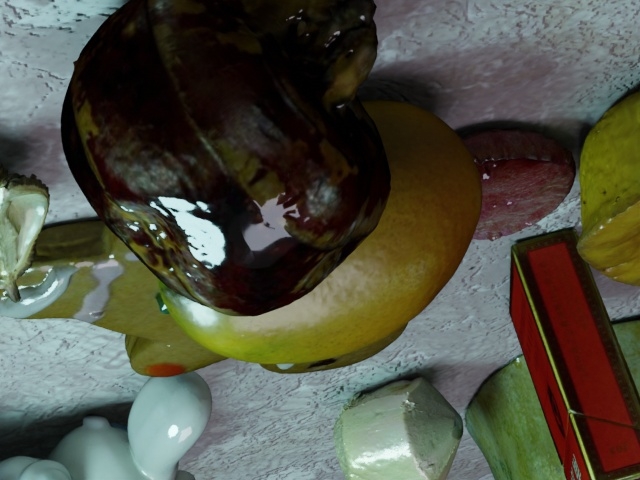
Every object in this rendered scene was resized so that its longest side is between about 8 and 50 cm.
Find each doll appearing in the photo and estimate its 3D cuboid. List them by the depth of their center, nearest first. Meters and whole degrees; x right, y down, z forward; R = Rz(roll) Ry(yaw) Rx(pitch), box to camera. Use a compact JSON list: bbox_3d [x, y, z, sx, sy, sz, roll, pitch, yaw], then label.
[{"bbox_3d":[-0.289,0.263,1.851,0.365,0.187,0.376,-12,132,-24],"label":"doll"}]

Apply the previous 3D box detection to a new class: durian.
[{"bbox_3d":[-0.246,-0.014,1.415,0.110,0.071,0.140,-19,138,-3],"label":"durian"}]

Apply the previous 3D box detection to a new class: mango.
[{"bbox_3d":[0.005,0.004,1.445,0.254,0.139,0.175,-33,118,-8],"label":"mango"}]

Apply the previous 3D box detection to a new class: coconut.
[{"bbox_3d":[0.084,0.197,1.947,0.122,0.116,0.116,-17,154,19],"label":"coconut"}]

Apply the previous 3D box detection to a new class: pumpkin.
[{"bbox_3d":[0.329,0.229,2.046,0.332,0.199,0.332,-9,150,-5],"label":"pumpkin"}]

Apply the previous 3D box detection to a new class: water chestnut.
[{"bbox_3d":[-0.044,-0.070,1.248,0.238,0.224,0.223,-39,147,15],"label":"water chestnut"}]

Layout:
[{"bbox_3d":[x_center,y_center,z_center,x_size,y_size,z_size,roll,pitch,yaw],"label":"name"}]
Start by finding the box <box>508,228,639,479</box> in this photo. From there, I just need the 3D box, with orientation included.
[{"bbox_3d":[0.234,0.129,1.742,0.074,0.240,0.153,-14,154,-7],"label":"box"}]

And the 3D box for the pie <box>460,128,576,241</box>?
[{"bbox_3d":[0.137,-0.045,1.582,0.154,0.036,0.154,-11,154,-6],"label":"pie"}]

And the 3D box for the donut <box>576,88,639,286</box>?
[{"bbox_3d":[0.328,-0.053,1.578,0.277,0.108,0.277,-12,154,-6],"label":"donut"}]

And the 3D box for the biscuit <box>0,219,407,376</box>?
[{"bbox_3d":[-0.061,0.052,1.644,0.283,0.064,0.432,-26,151,23],"label":"biscuit"}]
